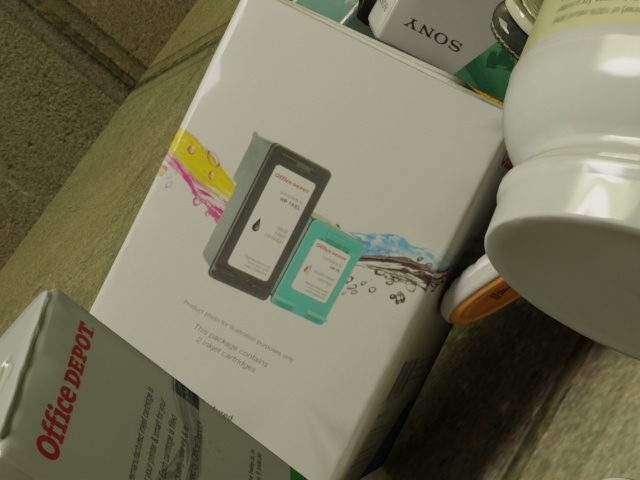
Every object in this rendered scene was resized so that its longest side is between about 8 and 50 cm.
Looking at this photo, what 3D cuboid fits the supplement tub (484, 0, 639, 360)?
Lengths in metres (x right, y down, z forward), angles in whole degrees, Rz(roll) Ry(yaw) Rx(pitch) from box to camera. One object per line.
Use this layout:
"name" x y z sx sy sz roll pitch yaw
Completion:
"supplement tub" 0.234 -0.106 0.898 0.235 0.235 0.325 -13 50 64

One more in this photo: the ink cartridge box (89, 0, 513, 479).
"ink cartridge box" 0.000 0.000 1.177 0.270 0.197 0.198 -64 -11 4

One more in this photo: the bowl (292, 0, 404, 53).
"bowl" 0.072 -0.187 1.641 0.311 0.163 0.311 -47 14 16

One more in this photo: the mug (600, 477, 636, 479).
"mug" 0.160 0.158 0.902 0.064 0.078 0.062 -58 -16 -52

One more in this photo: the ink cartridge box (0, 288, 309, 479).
"ink cartridge box" -0.089 0.142 0.858 0.087 0.208 0.153 -43 18 21

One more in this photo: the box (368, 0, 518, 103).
"box" 0.208 -0.225 1.151 0.322 0.232 0.058 -61 13 18

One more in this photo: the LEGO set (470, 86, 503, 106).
"LEGO set" 0.140 -0.094 1.458 0.287 0.107 0.132 -19 69 52

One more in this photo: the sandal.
"sandal" 0.200 -0.004 1.080 0.265 0.076 0.102 -36 -16 14

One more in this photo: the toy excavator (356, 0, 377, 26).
"toy excavator" 0.095 -0.385 1.411 0.445 0.222 0.433 -56 -9 -12

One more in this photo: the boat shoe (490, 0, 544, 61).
"boat shoe" 0.170 -0.091 1.076 0.079 0.233 0.084 -43 58 20
